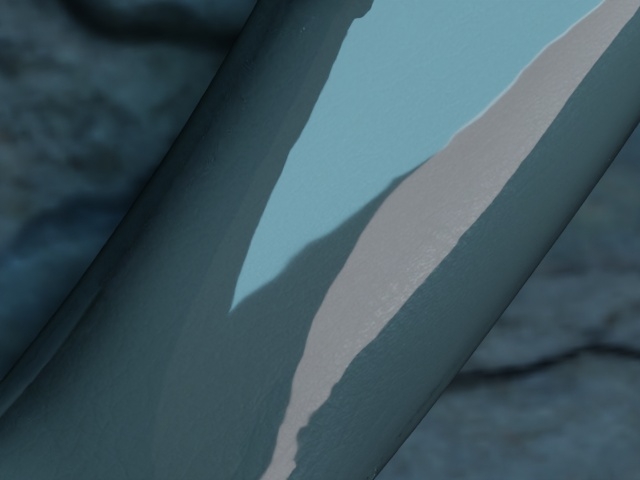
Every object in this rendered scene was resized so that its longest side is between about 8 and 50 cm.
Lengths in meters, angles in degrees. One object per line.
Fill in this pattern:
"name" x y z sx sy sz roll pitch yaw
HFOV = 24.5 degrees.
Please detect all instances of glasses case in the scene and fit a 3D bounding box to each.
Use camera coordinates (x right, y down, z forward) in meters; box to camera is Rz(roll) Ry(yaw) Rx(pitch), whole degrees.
"glasses case" -0.002 -0.001 0.483 0.128 0.083 0.308 34 108 -3
